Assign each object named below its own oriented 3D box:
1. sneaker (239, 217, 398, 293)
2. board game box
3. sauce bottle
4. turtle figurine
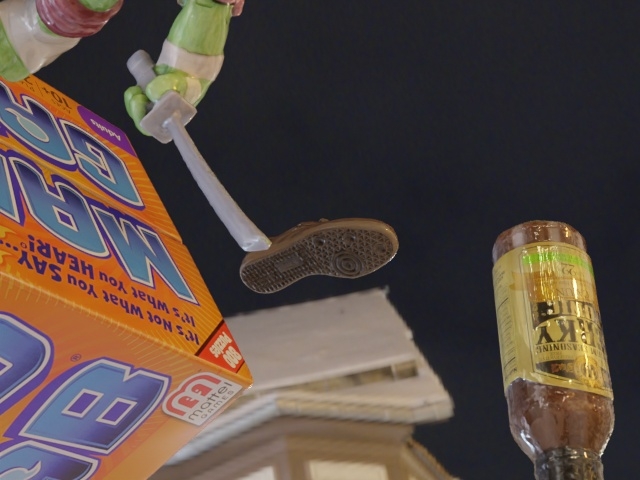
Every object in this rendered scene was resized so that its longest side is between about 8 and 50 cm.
[{"bbox_3d":[0.000,0.000,1.175,0.188,0.071,0.066,-13,-59,32],"label":"sneaker"},{"bbox_3d":[-0.351,0.057,0.969,0.356,0.356,0.356,-42,-39,13],"label":"board game box"},{"bbox_3d":[0.244,0.142,1.171,0.112,0.344,0.111,-1,-35,-1],"label":"sauce bottle"},{"bbox_3d":[-0.133,-0.149,0.563,0.198,0.274,0.266,31,-24,-36],"label":"turtle figurine"}]
